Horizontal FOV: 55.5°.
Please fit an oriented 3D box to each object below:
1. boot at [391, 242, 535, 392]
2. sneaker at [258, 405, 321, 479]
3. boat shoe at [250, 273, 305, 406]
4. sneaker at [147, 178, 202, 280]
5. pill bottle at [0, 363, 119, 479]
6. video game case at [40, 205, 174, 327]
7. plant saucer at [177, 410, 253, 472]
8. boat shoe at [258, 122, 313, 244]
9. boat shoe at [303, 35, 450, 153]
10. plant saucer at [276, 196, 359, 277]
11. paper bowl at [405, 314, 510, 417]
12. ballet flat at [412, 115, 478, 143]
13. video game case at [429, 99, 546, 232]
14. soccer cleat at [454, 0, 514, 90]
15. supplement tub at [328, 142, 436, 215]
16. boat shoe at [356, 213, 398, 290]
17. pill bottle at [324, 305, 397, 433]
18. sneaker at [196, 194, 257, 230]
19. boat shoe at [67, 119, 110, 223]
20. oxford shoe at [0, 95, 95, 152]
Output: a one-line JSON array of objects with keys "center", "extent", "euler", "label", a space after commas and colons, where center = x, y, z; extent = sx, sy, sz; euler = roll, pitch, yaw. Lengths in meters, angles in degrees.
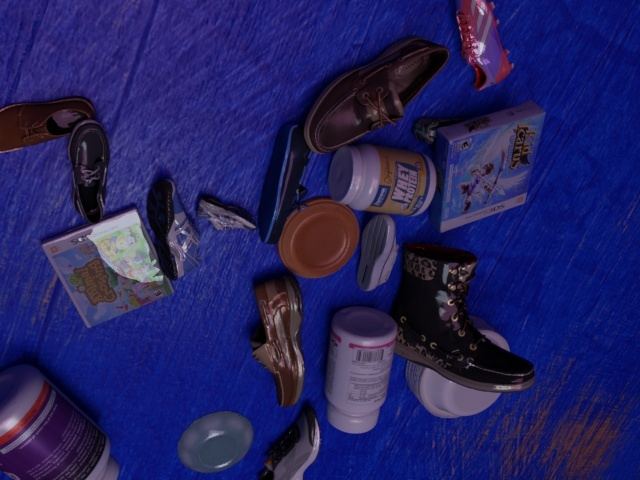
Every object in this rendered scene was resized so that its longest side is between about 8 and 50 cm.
[{"center": [0.332, 0.176, 1.439], "extent": [0.138, 0.377, 0.285], "euler": [-18, 117, -48], "label": "boot"}, {"center": [-0.077, 0.551, 1.577], "extent": [0.107, 0.100, 0.272], "euler": [17, 106, -22], "label": "sneaker"}, {"center": [-0.106, 0.233, 1.412], "extent": [0.119, 0.122, 0.324], "euler": [-6, 108, -14], "label": "boat shoe"}, {"center": [-0.294, -0.027, 1.239], "extent": [0.081, 0.080, 0.211], "euler": [-23, 122, -39], "label": "sneaker"}, {"center": [-0.568, 0.419, 1.263], "extent": [0.181, 0.181, 0.323], "euler": [-33, 121, -5], "label": "pill bottle"}, {"center": [-0.428, 0.057, 1.242], "extent": [0.193, 0.023, 0.213], "euler": [-23, 120, -11], "label": "video game case"}, {"center": [-0.257, 0.517, 1.522], "extent": [0.194, 0.037, 0.195], "euler": [-9, 117, -18], "label": "plant saucer"}, {"center": [-0.060, -0.108, 1.269], "extent": [0.089, 0.109, 0.258], "euler": [7, 113, -29], "label": "boat shoe"}, {"center": [0.119, -0.290, 1.222], "extent": [0.342, 0.123, 0.123], "euler": [-37, 124, -12], "label": "boat shoe"}, {"center": [0.000, 0.000, 1.383], "extent": [0.199, 0.037, 0.200], "euler": [-9, 116, -19], "label": "plant saucer"}, {"center": [0.386, 0.355, 1.645], "extent": [0.284, 0.148, 0.285], "euler": [-8, 116, -17], "label": "paper bowl"}, {"center": [0.301, -0.244, 1.375], "extent": [0.188, 0.070, 0.070], "euler": [-8, 116, -19], "label": "ballet flat"}, {"center": [0.378, -0.165, 1.404], "extent": [0.244, 0.061, 0.270], "euler": [-19, 137, -14], "label": "video game case"}, {"center": [0.329, -0.434, 1.292], "extent": [0.095, 0.083, 0.248], "euler": [-36, 125, 3], "label": "soccer cleat"}, {"center": [0.131, -0.131, 1.311], "extent": [0.199, 0.144, 0.145], "euler": [5, 112, -24], "label": "supplement tub"}, {"center": [0.142, 0.021, 1.421], "extent": [0.075, 0.083, 0.226], "euler": [-17, 143, -30], "label": "boat shoe"}, {"center": [0.092, 0.320, 1.499], "extent": [0.160, 0.160, 0.283], "euler": [-3, 115, -21], "label": "pill bottle"}, {"center": [-0.199, -0.046, 1.279], "extent": [0.135, 0.052, 0.058], "euler": [24, 113, -22], "label": "sneaker"}, {"center": [-0.415, -0.120, 1.109], "extent": [0.075, 0.065, 0.206], "euler": [-11, 136, -34], "label": "boat shoe"}, {"center": [-0.503, -0.200, 1.062], "extent": [0.212, 0.076, 0.076], "euler": [-21, 121, -10], "label": "oxford shoe"}]
